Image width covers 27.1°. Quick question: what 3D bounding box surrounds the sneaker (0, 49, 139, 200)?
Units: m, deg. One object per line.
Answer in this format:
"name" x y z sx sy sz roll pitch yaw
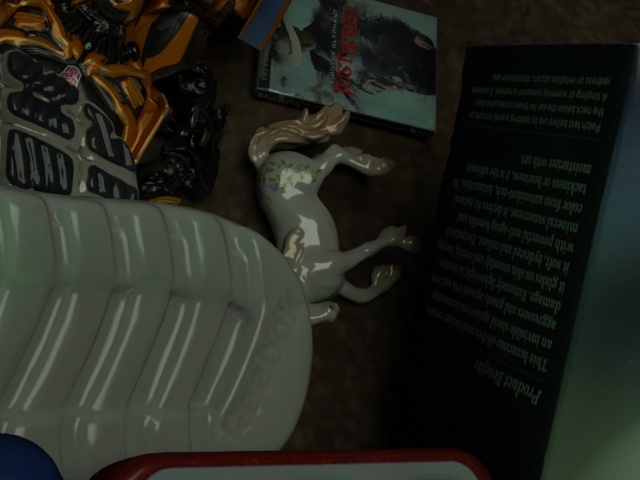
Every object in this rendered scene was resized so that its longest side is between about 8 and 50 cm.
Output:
"sneaker" -0.222 -0.041 0.623 0.275 0.110 0.107 9 73 -9

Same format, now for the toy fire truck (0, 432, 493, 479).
"toy fire truck" -0.061 0.199 0.479 0.302 0.169 0.254 5 74 -28

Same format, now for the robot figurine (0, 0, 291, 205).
"robot figurine" -0.112 -0.143 0.731 0.211 0.085 0.291 34 62 -18

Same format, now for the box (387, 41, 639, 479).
"box" 0.208 0.074 0.673 0.296 0.183 0.294 10 95 -19

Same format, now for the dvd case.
"dvd case" 0.017 -0.115 0.829 0.119 0.013 0.087 12 65 -17

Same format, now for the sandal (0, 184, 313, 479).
"sandal" -0.195 0.036 0.514 0.416 0.102 0.169 16 78 -31

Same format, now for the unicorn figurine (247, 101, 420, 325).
"unicorn figurine" 0.000 0.000 0.753 0.111 0.060 0.162 -10 57 -26
